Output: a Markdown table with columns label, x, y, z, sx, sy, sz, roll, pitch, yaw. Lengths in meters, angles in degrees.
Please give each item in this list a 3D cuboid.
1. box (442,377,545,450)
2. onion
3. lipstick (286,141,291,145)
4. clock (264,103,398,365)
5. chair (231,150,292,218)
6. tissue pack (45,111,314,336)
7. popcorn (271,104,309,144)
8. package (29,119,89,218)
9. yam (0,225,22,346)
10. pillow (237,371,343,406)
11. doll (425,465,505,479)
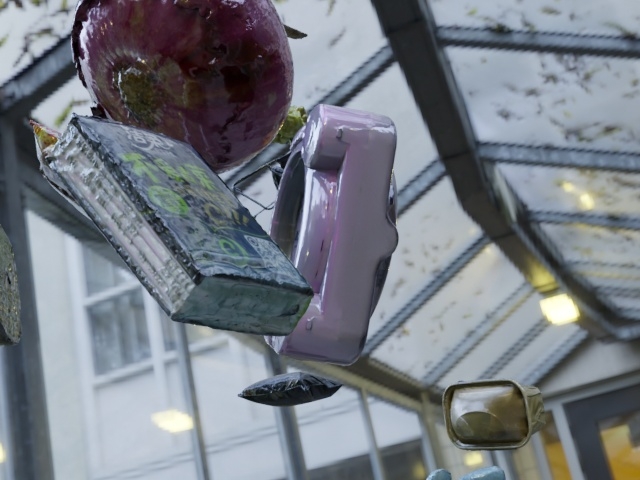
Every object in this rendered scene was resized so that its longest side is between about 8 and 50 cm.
| label | x | y | z | sx | sy | sz | roll | pitch | yaw |
| --- | --- | --- | --- | --- | --- | --- | --- | --- | --- |
| box | 0.264 | 0.266 | 1.607 | 0.111 | 0.111 | 0.177 | 6 | -15 | -38 |
| onion | -0.203 | -0.288 | 1.583 | 0.358 | 0.345 | 0.358 | 6 | -44 | 6 |
| lipstick | -0.091 | -0.219 | 2.085 | 0.116 | 0.037 | 0.037 | 31 | -42 | -24 |
| clock | 0.000 | 0.000 | 1.271 | 0.113 | 0.296 | 0.322 | 10 | -5 | -11 |
| chair | -0.071 | -0.118 | 2.434 | 0.221 | 0.145 | 0.140 | -41 | -41 | -21 |
| tissue pack | -0.129 | -0.014 | 0.971 | 0.073 | 0.235 | 0.173 | -53 | -31 | 16 |
| popcorn | -0.056 | -0.193 | 1.725 | 0.083 | 0.060 | 0.068 | -26 | -29 | 28 |
| package | -0.521 | -0.125 | 2.277 | 0.108 | 0.288 | 0.223 | -41 | -29 | -12 |
| yam | -0.422 | 0.040 | 1.031 | 0.254 | 0.154 | 0.154 | -3 | -22 | 4 |
| pillow | -0.047 | 0.233 | 1.628 | 0.150 | 0.048 | 0.090 | -16 | -33 | 41 |
| doll | 0.144 | 0.331 | 1.269 | 0.179 | 0.120 | 0.075 | -26 | 3 | -17 |
